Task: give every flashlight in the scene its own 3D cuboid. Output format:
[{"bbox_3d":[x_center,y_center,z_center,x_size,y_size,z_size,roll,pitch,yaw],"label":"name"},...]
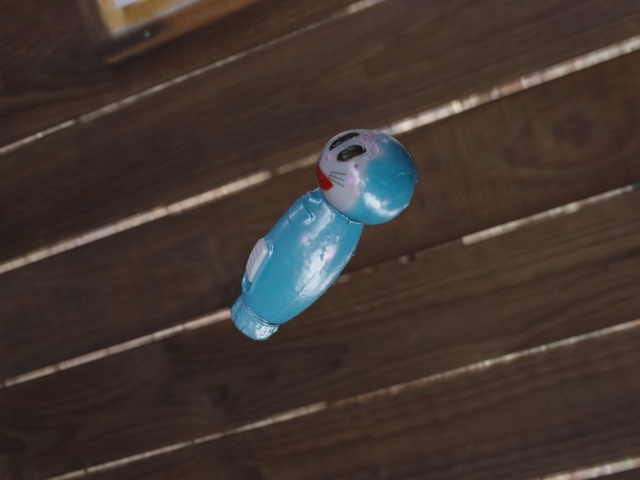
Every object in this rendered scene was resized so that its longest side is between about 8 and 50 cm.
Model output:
[{"bbox_3d":[0.000,0.000,0.578,0.051,0.129,0.051,28,25,-15],"label":"flashlight"}]
